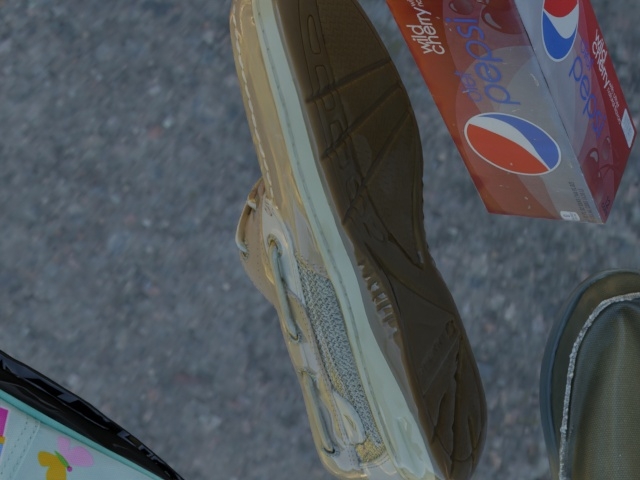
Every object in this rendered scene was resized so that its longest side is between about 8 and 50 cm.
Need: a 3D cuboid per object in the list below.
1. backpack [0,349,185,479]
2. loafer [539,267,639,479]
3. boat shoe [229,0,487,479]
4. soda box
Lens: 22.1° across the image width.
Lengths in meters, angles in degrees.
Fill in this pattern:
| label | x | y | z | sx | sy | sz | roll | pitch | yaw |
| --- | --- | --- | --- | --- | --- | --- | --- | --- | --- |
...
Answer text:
| label | x | y | z | sx | sy | sz | roll | pitch | yaw |
| --- | --- | --- | --- | --- | --- | --- | --- | --- | --- |
| backpack | -0.131 | 0.101 | 0.510 | 0.188 | 0.144 | 0.166 | 24 | 154 | -19 |
| loafer | 0.182 | 0.142 | 0.957 | 0.094 | 0.087 | 0.251 | 0 | 93 | -14 |
| boat shoe | 0.000 | 0.000 | 0.980 | 0.110 | 0.121 | 0.341 | -7 | 109 | 31 |
| soda box | 0.120 | -0.120 | 1.038 | 0.092 | 0.083 | 0.263 | 8 | 148 | 30 |
